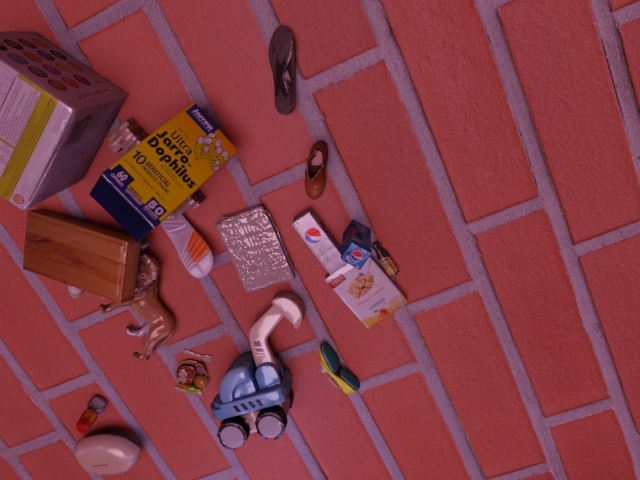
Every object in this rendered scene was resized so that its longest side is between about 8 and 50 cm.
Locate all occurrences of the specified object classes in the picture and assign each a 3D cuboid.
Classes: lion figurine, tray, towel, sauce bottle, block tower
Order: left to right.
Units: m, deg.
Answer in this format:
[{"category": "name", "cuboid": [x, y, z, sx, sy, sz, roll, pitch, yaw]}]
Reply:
[{"category": "tray", "cuboid": [-0.778, 0.045, 1.769, 0.410, 0.076, 0.203, 15, 102, 20]}, {"category": "lion figurine", "cuboid": [-0.602, 0.234, 1.895, 0.240, 0.142, 0.392, -25, 122, -1]}, {"category": "block tower", "cuboid": [-0.516, -0.220, 1.725, 0.097, 0.091, 0.335, -39, 103, 17]}, {"category": "towel", "cuboid": [-0.216, 0.030, 1.821, 0.187, 0.049, 0.282, -16, 110, 11]}, {"category": "sauce bottle", "cuboid": [0.211, 0.062, 1.804, 0.042, 0.042, 0.128, -33, 104, 15]}]

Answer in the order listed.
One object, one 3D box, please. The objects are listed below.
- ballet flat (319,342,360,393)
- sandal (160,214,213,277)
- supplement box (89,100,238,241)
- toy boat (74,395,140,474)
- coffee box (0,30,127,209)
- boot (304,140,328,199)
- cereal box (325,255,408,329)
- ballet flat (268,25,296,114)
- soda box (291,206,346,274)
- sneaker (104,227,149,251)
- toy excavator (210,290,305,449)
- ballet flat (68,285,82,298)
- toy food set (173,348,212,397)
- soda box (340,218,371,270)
[{"category": "ballet flat", "cuboid": [0.048, 0.465, 1.955, 0.077, 0.077, 0.231, -30, 108, 31]}, {"category": "sandal", "cuboid": [-0.436, -0.001, 1.817, 0.102, 0.076, 0.265, -33, 85, 0]}, {"category": "supplement box", "cuboid": [-0.444, -0.196, 1.570, 0.194, 0.356, 0.195, 48, 148, -14]}, {"category": "toy boat", "cuboid": [-0.828, 0.756, 2.102, 0.267, 0.148, 0.318, -7, 118, 12]}, {"category": "coffee box", "cuboid": [-0.833, -0.356, 1.564, 0.334, 0.338, 0.338, 34, 110, -8]}, {"category": "boot", "cuboid": [-0.018, -0.201, 1.661, 0.072, 0.152, 0.197, 6, 111, 2]}, {"category": "cereal box", "cuboid": [0.154, 0.162, 1.841, 0.173, 0.047, 0.240, -38, 104, 16]}, {"category": "ballet flat", "cuboid": [-0.102, -0.497, 1.614, 0.084, 0.058, 0.250, 4, 107, 26]}, {"category": "soda box", "cuboid": [0.000, 0.000, 1.781, 0.073, 0.069, 0.216, -33, 106, 14]}, {"category": "sneaker", "cuboid": [-0.660, 0.029, 1.831, 0.221, 0.083, 0.118, 10, 118, 20]}, {"category": "toy excavator", "cuboid": [-0.211, 0.441, 1.905, 0.432, 0.222, 0.446, -19, 100, 9]}, {"category": "ballet flat", "cuboid": [-0.846, 0.139, 1.904, 0.057, 0.052, 0.168, 27, 111, -6]}, {"category": "toy food set", "cuboid": [-0.475, 0.499, 2.020, 0.132, 0.038, 0.192, 16, 111, -2]}, {"category": "soda box", "cuboid": [0.111, 0.009, 1.700, 0.071, 0.210, 0.067, 30, 110, -8]}]
